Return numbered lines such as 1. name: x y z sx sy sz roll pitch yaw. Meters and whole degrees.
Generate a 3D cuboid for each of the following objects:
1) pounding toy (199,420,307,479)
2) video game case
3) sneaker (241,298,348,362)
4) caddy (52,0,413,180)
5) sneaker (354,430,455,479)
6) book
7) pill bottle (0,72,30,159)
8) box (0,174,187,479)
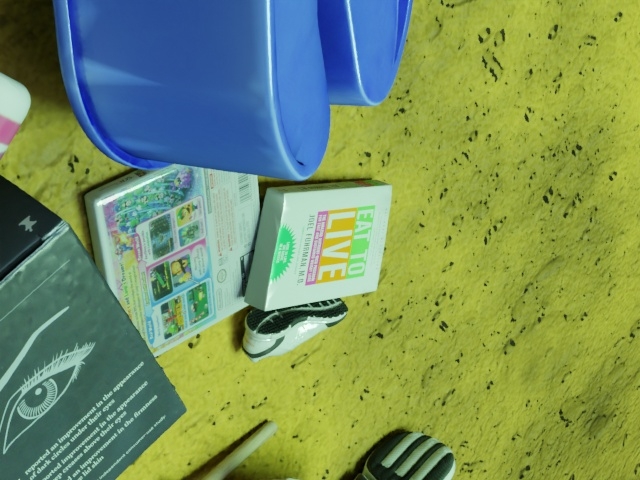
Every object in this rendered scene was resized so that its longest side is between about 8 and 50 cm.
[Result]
1. pounding toy: -0.028 0.239 1.066 0.206 0.094 0.181 14 72 -27
2. video game case: -0.104 0.006 0.955 0.143 0.019 0.157 -28 132 -32
3. sneaker: -0.024 0.070 1.071 0.109 0.040 0.044 -14 139 -37
4. caddy: -0.061 -0.198 0.756 0.241 0.179 0.341 -48 145 -50
5. sneaker: 0.037 0.328 1.239 0.281 0.106 0.163 -37 139 -26
6. book: 0.000 0.000 1.041 0.144 0.035 0.096 -9 115 -51
7. pill bottle: -0.285 0.005 0.648 0.160 0.160 0.283 31 89 -51
8. box: -0.204 0.080 0.823 0.153 0.108 0.207 -42 137 -20
